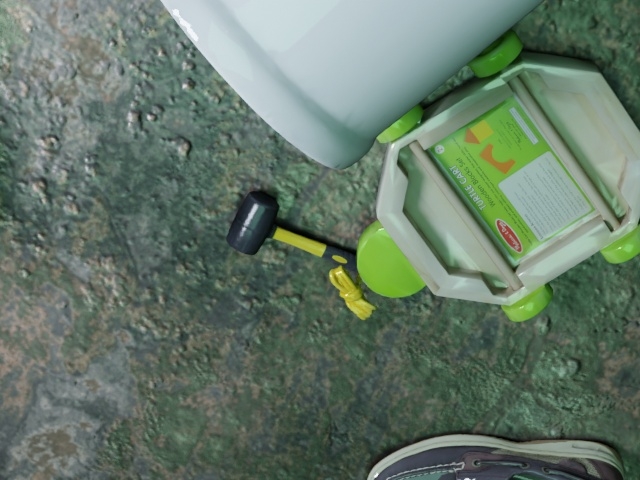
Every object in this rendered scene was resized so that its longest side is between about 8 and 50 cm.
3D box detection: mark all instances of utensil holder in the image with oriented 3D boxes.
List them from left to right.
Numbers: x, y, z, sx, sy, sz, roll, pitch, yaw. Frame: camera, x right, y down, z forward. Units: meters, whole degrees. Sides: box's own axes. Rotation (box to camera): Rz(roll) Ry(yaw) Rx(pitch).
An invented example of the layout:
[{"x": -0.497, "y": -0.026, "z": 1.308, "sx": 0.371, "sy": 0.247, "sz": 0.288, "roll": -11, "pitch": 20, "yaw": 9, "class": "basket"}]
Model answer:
[{"x": 0.065, "y": -0.306, "z": 1.508, "sx": 0.385, "sy": 0.327, "sz": 0.327, "roll": -39, "pitch": 109, "yaw": 13, "class": "utensil holder"}]

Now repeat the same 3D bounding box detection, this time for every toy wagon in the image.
[{"x": 0.160, "y": -0.043, "z": 1.764, "sx": 0.344, "sy": 0.068, "sz": 0.267, "roll": -33, "pitch": 110, "yaw": 14, "class": "toy wagon"}]

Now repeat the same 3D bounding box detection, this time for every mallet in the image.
[{"x": 0.000, "y": 0.000, "z": 1.803, "sx": 0.190, "sy": 0.039, "sz": 0.062, "roll": 14, "pitch": 111, "yaw": -12, "class": "mallet"}]

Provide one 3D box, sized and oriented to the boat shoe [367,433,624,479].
[{"x": 0.193, "y": 0.275, "z": 1.893, "sx": 0.285, "sy": 0.092, "sz": 0.102, "roll": -1, "pitch": 114, "yaw": 0, "class": "boat shoe"}]
